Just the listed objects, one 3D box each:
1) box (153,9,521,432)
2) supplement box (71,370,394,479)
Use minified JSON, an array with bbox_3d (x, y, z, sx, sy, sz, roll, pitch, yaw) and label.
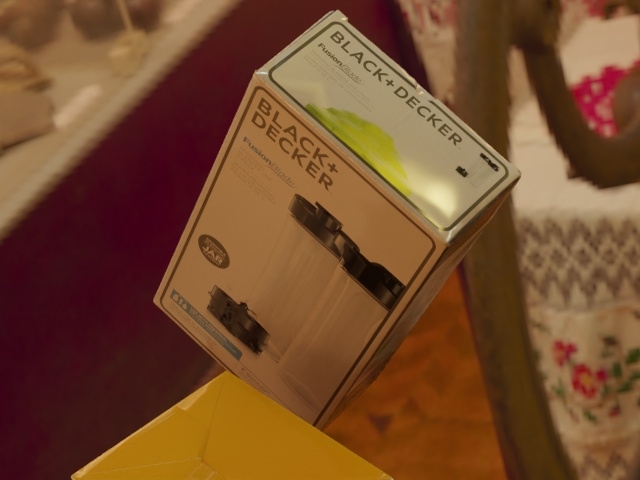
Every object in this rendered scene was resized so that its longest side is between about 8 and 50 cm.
[{"bbox_3d":[0.000,0.000,1.176,0.169,0.290,0.087,43,54,8],"label":"box"},{"bbox_3d":[-0.031,0.222,1.090,0.129,0.194,0.191,-33,33,-22],"label":"supplement box"}]
